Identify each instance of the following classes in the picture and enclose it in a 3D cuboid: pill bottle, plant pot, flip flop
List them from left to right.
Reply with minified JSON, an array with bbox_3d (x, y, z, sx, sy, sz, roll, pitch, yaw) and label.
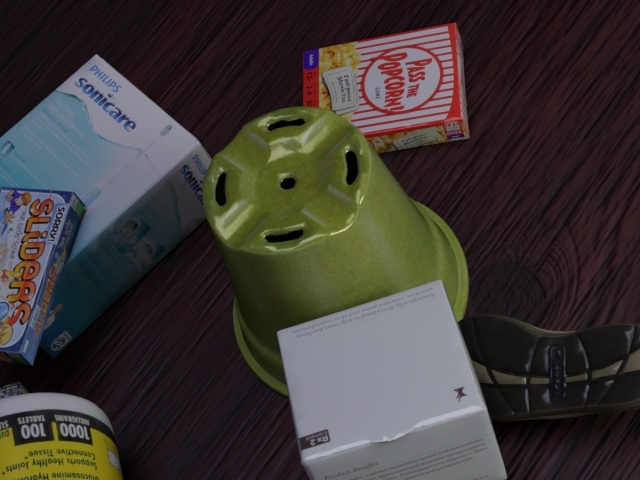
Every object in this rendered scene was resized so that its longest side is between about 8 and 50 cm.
[{"bbox_3d":[-0.277,0.337,1.576,0.188,0.188,0.334,-21,55,5],"label":"pill bottle"},{"bbox_3d":[0.000,0.000,1.654,0.276,0.254,0.276,-8,57,13],"label":"plant pot"},{"bbox_3d":[0.243,0.132,1.589,0.277,0.080,0.112,-5,74,36],"label":"flip flop"}]

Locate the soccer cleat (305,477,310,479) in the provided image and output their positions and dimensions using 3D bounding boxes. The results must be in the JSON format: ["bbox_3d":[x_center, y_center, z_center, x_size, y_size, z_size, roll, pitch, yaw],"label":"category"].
[{"bbox_3d":[0.046,0.347,1.520,0.121,0.093,0.289,-9,56,11],"label":"soccer cleat"}]

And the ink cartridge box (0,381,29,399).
[{"bbox_3d":[-0.362,0.223,1.774,0.063,0.029,0.115,-18,54,7],"label":"ink cartridge box"}]

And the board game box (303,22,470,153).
[{"bbox_3d":[0.077,-0.176,1.866,0.194,0.045,0.146,-9,57,13],"label":"board game box"}]

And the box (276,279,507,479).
[{"bbox_3d":[0.068,0.160,1.526,0.181,0.119,0.182,-17,43,4],"label":"box"}]

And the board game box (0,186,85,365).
[{"bbox_3d":[-0.355,0.036,1.734,0.136,0.035,0.201,4,63,20],"label":"board game box"}]

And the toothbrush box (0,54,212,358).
[{"bbox_3d":[-0.293,-0.045,1.858,0.295,0.126,0.216,-44,57,-10],"label":"toothbrush box"}]
